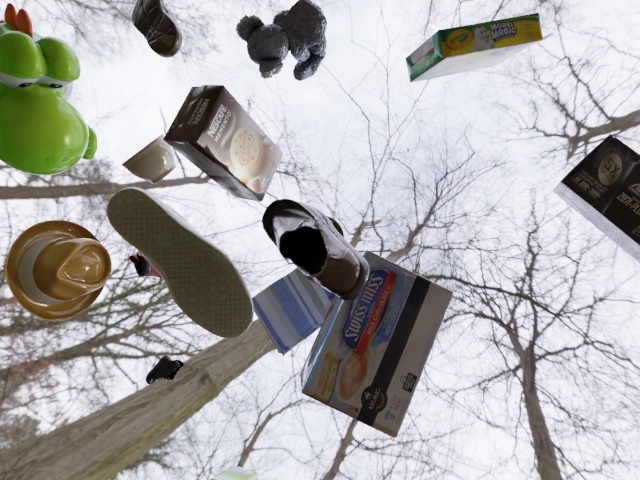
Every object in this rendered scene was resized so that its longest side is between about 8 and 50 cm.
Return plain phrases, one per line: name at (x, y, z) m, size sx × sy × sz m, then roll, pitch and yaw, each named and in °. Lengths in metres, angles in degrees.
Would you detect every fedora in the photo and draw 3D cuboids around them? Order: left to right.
fedora at (-0.439, 0.048, 0.717) m, size 0.079 × 0.194 × 0.194 m, roll -8°, pitch -90°, yaw 19°

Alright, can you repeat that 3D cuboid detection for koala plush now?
koala plush at (-0.110, -0.552, 1.119) m, size 0.221 × 0.203 × 0.196 m, roll -28°, pitch -84°, yaw -24°

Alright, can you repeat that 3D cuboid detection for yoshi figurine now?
yoshi figurine at (-0.434, -0.169, 0.566) m, size 0.362 × 0.203 × 0.203 m, roll 4°, pitch -130°, yaw 43°

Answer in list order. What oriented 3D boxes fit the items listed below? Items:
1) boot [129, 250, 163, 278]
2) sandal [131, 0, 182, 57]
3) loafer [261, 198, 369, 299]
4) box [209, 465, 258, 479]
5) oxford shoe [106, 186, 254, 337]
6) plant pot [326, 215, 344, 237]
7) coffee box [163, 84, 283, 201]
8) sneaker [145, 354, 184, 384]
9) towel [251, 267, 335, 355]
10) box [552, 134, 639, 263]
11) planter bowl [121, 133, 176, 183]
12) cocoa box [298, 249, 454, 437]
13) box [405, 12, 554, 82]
boot at (-0.587, 0.019, 1.439) m, size 0.088 × 0.176 × 0.244 m, roll -31°, pitch -120°, yaw 34°
sandal at (-0.310, -0.427, 0.793) m, size 0.090 × 0.060 × 0.219 m, roll -44°, pitch -118°, yaw 18°
loafer at (-0.037, -0.011, 0.909) m, size 0.366 × 0.130 × 0.134 m, roll 37°, pitch -84°, yaw 46°
box at (-0.118, 0.360, 0.452) m, size 0.042 × 0.109 × 0.178 m, roll 11°, pitch -112°, yaw 5°
oxford shoe at (-0.330, 0.051, 1.000) m, size 0.169 × 0.130 × 0.449 m, roll -44°, pitch -89°, yaw -9°
plant pot at (0.000, 0.000, 1.196) m, size 0.134 × 0.095 × 0.134 m, roll 0°, pitch -98°, yaw -1°
coffee box at (-0.204, -0.208, 0.906) m, size 0.098 × 0.246 × 0.141 m, roll 12°, pitch -106°, yaw 31°
sneaker at (-0.589, 0.502, 1.527) m, size 0.089 × 0.051 × 0.170 m, roll 42°, pitch -81°, yaw 28°
towel at (-0.062, 0.198, 1.283) m, size 0.285 × 0.034 × 0.209 m, roll -33°, pitch -84°, yaw -18°
box at (0.409, -0.040, 0.530) m, size 0.180 × 0.147 × 0.077 m, roll 48°, pitch -69°, yaw 18°
planter bowl at (-0.537, -0.253, 1.306) m, size 0.162 × 0.162 × 0.109 m, roll -30°, pitch -64°, yaw 15°
cocoa box at (0.119, 0.234, 0.978) m, size 0.228 × 0.231 × 0.347 m, roll 26°, pitch -101°, yaw 0°
box at (0.227, -0.277, 0.583) m, size 0.179 × 0.105 × 0.043 m, roll -14°, pitch -83°, yaw -13°
